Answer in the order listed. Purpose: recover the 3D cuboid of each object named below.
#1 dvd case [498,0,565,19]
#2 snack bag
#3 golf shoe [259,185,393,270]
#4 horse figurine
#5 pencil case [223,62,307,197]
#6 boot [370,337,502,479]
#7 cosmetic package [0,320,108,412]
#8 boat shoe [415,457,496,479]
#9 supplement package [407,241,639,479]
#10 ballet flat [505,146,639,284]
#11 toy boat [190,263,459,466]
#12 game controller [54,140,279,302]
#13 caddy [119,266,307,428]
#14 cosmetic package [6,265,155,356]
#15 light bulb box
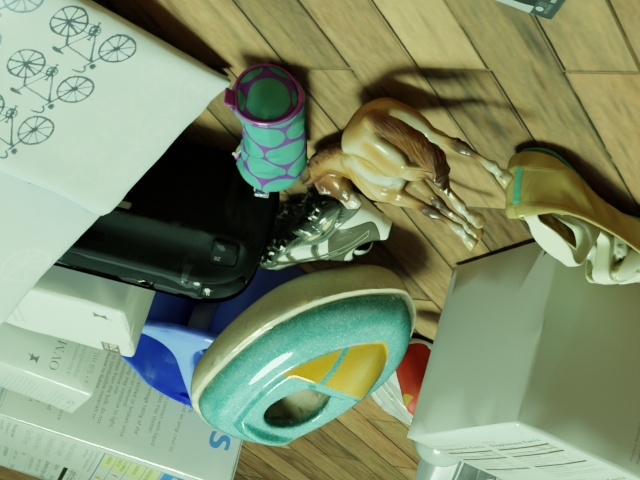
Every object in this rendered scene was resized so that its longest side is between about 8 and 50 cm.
[{"bbox_3d":[0.068,-0.228,0.952,0.238,0.030,0.179,20,159,-5],"label":"dvd case"},{"bbox_3d":[-0.283,-0.070,1.240,0.342,0.037,0.323,-44,144,16],"label":"snack bag"},{"bbox_3d":[0.000,0.000,1.520,0.094,0.077,0.198,24,159,-19],"label":"golf shoe"},{"bbox_3d":[0.072,-0.062,1.298,0.174,0.066,0.263,33,169,6],"label":"horse figurine"},{"bbox_3d":[-0.046,-0.097,1.326,0.070,0.064,0.152,2,158,0],"label":"pencil case"},{"bbox_3d":[0.159,0.215,1.897,0.258,0.095,0.123,46,158,-16],"label":"boot"},{"bbox_3d":[-0.334,0.045,1.683,0.224,0.224,0.138,21,159,-12],"label":"cosmetic package"},{"bbox_3d":[0.200,0.206,1.739,0.102,0.108,0.301,13,128,-7],"label":"boat shoe"},{"bbox_3d":[0.267,0.148,1.508,0.262,0.199,0.198,26,158,-22],"label":"supplement package"},{"bbox_3d":[0.240,0.000,1.333,0.232,0.073,0.080,31,154,-33],"label":"ballet flat"},{"bbox_3d":[0.038,0.151,1.597,0.318,0.148,0.267,21,129,-41],"label":"toy boat"},{"bbox_3d":[-0.203,-0.041,1.447,0.319,0.166,0.067,14,138,7],"label":"game controller"},{"bbox_3d":[-0.114,0.136,1.811,0.241,0.179,0.341,9,158,18],"label":"caddy"},{"bbox_3d":[-0.241,-0.001,1.552,0.151,0.184,0.151,16,159,4],"label":"cosmetic package"},{"bbox_3d":[-0.297,0.224,2.107,0.361,0.225,0.358,19,159,-8],"label":"light bulb box"}]
